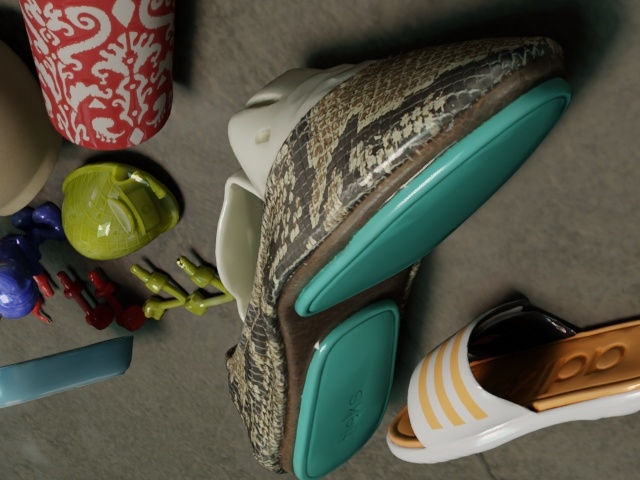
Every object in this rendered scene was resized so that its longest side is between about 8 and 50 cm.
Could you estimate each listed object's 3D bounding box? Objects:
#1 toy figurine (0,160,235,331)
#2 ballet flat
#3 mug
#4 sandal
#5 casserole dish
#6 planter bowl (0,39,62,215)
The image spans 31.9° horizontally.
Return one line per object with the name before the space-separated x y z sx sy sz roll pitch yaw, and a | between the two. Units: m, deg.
toy figurine | -0.281 0.068 1.004 0.362 0.217 0.191 -5 124 45
ballet flat | 0.000 0.000 0.762 0.182 0.164 0.483 50 149 21
mug | -0.149 -0.164 0.769 0.113 0.150 0.169 -2 143 -6
sandal | 0.138 0.077 0.758 0.265 0.102 0.076 -25 109 42
casserole dish | -0.252 0.122 1.016 0.114 0.188 0.037 -16 86 39
planter bowl | -0.283 -0.085 0.917 0.162 0.162 0.109 -3 153 43
